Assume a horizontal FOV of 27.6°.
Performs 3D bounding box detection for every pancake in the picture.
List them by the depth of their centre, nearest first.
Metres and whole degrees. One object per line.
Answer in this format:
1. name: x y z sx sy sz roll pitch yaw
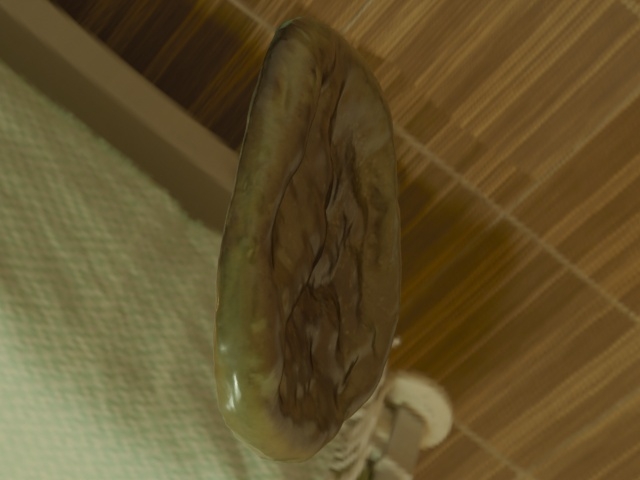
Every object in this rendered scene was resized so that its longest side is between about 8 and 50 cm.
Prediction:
1. pancake: 0.000 0.000 0.852 0.049 0.294 0.295 1 122 20
